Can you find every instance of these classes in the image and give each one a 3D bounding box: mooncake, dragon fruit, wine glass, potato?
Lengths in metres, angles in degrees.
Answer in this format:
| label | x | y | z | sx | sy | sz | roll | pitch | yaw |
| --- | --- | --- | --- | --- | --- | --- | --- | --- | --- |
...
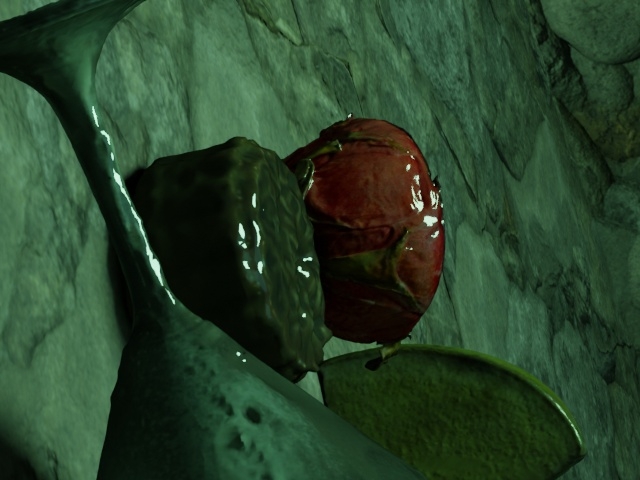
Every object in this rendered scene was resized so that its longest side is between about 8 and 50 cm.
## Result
| label | x | y | z | sx | sy | sz | roll | pitch | yaw |
| --- | --- | --- | --- | --- | --- | --- | --- | --- | --- |
| mooncake | -0.071 | 0.026 | 1.512 | 0.228 | 0.124 | 0.228 | -13 | 90 | -72 |
| dragon fruit | -0.001 | -0.004 | 1.690 | 0.148 | 0.223 | 0.218 | -4 | 40 | -38 |
| wine glass | -0.116 | 0.036 | 1.202 | 0.406 | 0.267 | 0.267 | 69 | 20 | -10 |
| potato | 0.153 | 0.225 | 1.814 | 0.112 | 0.255 | 0.269 | -7 | 85 | -70 |
